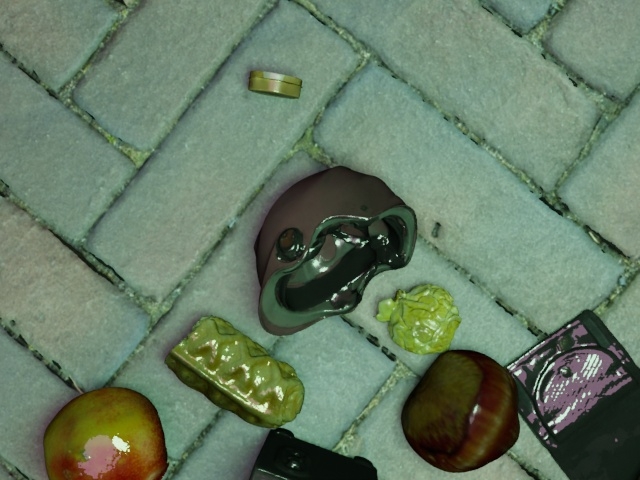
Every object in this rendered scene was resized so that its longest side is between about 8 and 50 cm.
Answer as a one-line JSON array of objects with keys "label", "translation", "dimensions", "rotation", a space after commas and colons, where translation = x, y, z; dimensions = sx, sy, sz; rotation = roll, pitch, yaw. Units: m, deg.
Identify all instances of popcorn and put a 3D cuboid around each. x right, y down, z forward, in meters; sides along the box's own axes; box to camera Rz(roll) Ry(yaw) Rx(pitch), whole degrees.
[{"label": "popcorn", "translation": [0.192, 0.148, 1.333], "dimensions": [0.162, 0.135, 0.141], "rotation": [41, 99, 0]}]

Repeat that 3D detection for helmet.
[{"label": "helmet", "translation": [0.000, 0.000, 1.296], "dimensions": [0.338, 0.271, 0.197], "rotation": [-37, 58, 7]}]

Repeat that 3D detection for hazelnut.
[{"label": "hazelnut", "translation": [0.265, 0.325, 1.303], "dimensions": [0.230, 0.229, 0.229], "rotation": [0, 90, 3]}]

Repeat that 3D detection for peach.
[{"label": "peach", "translation": [-0.397, 0.391, 1.321], "dimensions": [0.231, 0.231, 0.231], "rotation": [0, 90, 3]}]

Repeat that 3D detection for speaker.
[{"label": "speaker", "translation": [-0.021, 0.480, 1.281], "dimensions": [0.232, 0.254, 0.184], "rotation": [20, 92, 3]}]

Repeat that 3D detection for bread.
[{"label": "bread", "translation": [-0.154, 0.260, 1.354], "dimensions": [0.268, 0.130, 0.152], "rotation": [34, 128, 2]}]

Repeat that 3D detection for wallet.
[{"label": "wallet", "translation": [0.526, 0.320, 1.363], "dimensions": [0.247, 0.041, 0.323], "rotation": [-37, 90, 4]}]

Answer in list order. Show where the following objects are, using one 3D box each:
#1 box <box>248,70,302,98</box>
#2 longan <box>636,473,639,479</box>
[{"label": "box", "translation": [-0.087, -0.299, 1.363], "dimensions": [0.106, 0.105, 0.037], "rotation": [9, 97, 3]}, {"label": "longan", "translation": [0.671, 0.489, 1.277], "dimensions": [0.196, 0.196, 0.220], "rotation": [-34, 103, 2]}]
